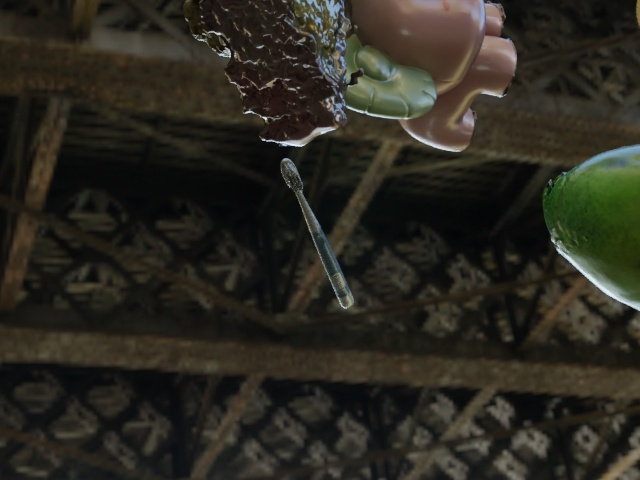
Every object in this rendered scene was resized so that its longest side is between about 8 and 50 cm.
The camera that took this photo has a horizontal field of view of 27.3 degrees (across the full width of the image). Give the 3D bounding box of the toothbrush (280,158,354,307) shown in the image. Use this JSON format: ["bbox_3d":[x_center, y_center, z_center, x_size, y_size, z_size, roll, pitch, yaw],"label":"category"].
[{"bbox_3d":[0.000,0.000,1.613,0.019,0.025,0.276,-27,-44,-3],"label":"toothbrush"}]

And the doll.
[{"bbox_3d":[0.082,-0.226,1.522,0.268,0.284,0.216,9,-45,-23],"label":"doll"}]

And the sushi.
[{"bbox_3d":[-0.036,-0.207,1.018,0.107,0.161,0.241,-6,-48,30],"label":"sushi"}]

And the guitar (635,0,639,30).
[{"bbox_3d":[0.367,-0.265,1.098,0.038,0.084,0.271,25,-43,-20],"label":"guitar"}]

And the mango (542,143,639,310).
[{"bbox_3d":[0.206,0.003,0.720,0.178,0.100,0.119,15,-33,-14],"label":"mango"}]
